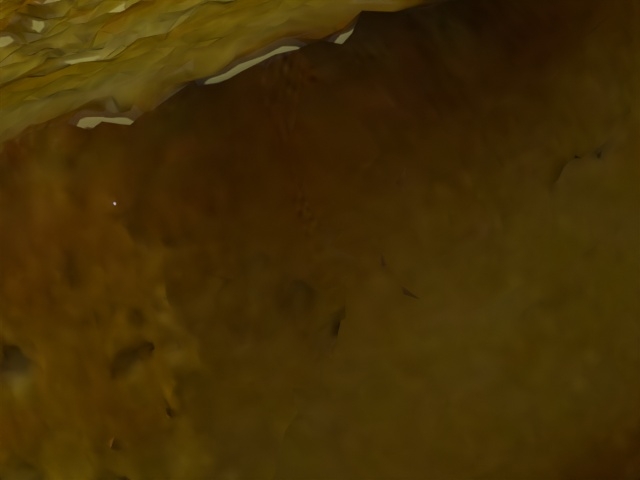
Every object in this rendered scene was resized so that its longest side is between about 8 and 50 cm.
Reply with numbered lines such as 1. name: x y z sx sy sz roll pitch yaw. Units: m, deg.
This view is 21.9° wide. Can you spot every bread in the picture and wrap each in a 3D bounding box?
1. bread: 0.000 0.000 0.552 0.398 0.215 0.398 -20 19 7
